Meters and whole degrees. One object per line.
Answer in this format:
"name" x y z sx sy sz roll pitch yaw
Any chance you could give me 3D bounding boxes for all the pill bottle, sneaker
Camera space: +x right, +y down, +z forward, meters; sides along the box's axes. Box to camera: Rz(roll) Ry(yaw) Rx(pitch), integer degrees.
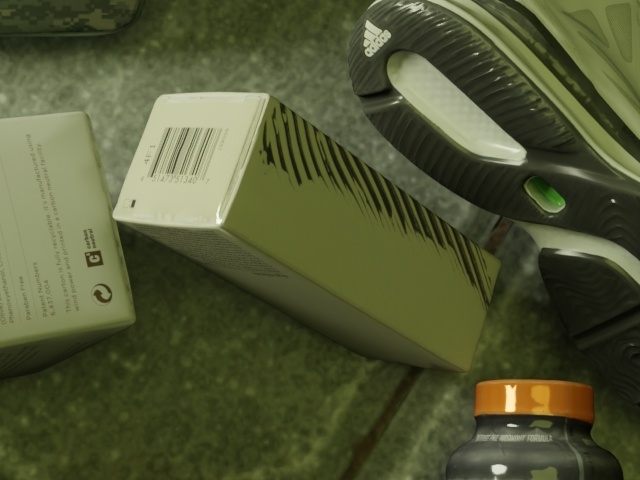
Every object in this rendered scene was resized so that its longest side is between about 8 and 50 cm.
"pill bottle" 0.153 0.224 1.005 0.130 0.130 0.246 4 78 -8
"sneaker" 0.247 -0.067 1.029 0.447 0.169 0.257 46 50 -7

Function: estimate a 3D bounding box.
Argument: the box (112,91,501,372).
"box" 0.000 0.000 0.958 0.275 0.113 0.094 32 71 -45

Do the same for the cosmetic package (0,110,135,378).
"cosmetic package" -0.327 0.033 0.872 0.365 0.197 0.155 -8 80 -35

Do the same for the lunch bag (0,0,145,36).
"lunch bag" -0.262 -0.299 0.997 0.305 0.212 0.256 -3 63 -12
